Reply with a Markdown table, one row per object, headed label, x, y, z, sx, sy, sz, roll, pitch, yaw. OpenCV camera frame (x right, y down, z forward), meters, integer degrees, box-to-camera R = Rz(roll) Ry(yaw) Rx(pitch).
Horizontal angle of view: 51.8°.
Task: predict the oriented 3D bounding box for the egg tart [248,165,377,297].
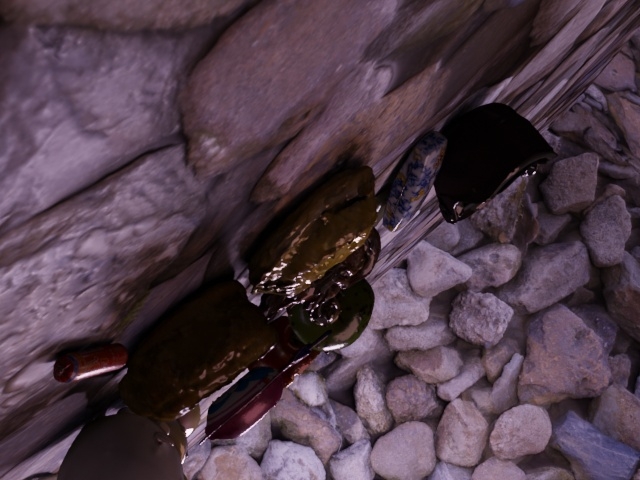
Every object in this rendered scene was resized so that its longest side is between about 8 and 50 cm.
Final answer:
| label | x | y | z | sx | sy | sz | roll | pitch | yaw |
| --- | --- | --- | --- | --- | --- | --- | --- | --- | --- |
| egg tart | 0.000 | 0.000 | 1.028 | 0.279 | 0.095 | 0.279 | -42 | 170 | -9 |

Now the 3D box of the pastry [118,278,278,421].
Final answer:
| label | x | y | z | sx | sy | sz | roll | pitch | yaw |
| --- | --- | --- | --- | --- | --- | --- | --- | --- | --- |
| pastry | -0.176 | 0.175 | 0.977 | 0.235 | 0.132 | 0.240 | -43 | 170 | 0 |

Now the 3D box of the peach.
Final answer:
| label | x | y | z | sx | sy | sz | roll | pitch | yaw |
| --- | --- | --- | --- | --- | --- | --- | --- | --- | --- |
| peach | -0.114 | 0.293 | 1.681 | 0.158 | 0.154 | 0.267 | -38 | 177 | -26 |

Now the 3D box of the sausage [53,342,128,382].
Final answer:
| label | x | y | z | sx | sy | sz | roll | pitch | yaw |
| --- | --- | --- | --- | --- | --- | --- | --- | --- | --- |
| sausage | -0.267 | 0.141 | 0.762 | 0.034 | 0.034 | 0.129 | -43 | 171 | 6 |

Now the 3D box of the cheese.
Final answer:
| label | x | y | z | sx | sy | sz | roll | pitch | yaw |
| --- | --- | --- | --- | --- | --- | --- | --- | --- | --- |
| cheese | -0.081 | 0.208 | 0.954 | 0.244 | 0.062 | 0.155 | -39 | 176 | -14 |

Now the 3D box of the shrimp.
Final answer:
| label | x | y | z | sx | sy | sz | roll | pitch | yaw |
| --- | --- | --- | --- | --- | --- | --- | --- | --- | --- |
| shrimp | -0.015 | 0.083 | 1.273 | 0.343 | 0.116 | 0.145 | -36 | 145 | -19 |

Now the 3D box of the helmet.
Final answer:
| label | x | y | z | sx | sy | sz | roll | pitch | yaw |
| --- | --- | --- | --- | --- | --- | --- | --- | --- | --- |
| helmet | 0.319 | -0.163 | 1.341 | 0.224 | 0.177 | 0.305 | -33 | 175 | -18 |

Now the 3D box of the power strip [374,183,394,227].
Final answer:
| label | x | y | z | sx | sy | sz | roll | pitch | yaw |
| --- | --- | --- | --- | --- | --- | --- | --- | --- | --- |
| power strip | 0.114 | -0.057 | 1.424 | 0.076 | 0.028 | 0.169 | -36 | 167 | -36 |

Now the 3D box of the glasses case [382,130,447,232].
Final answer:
| label | x | y | z | sx | sy | sz | roll | pitch | yaw |
| --- | --- | --- | --- | --- | --- | --- | --- | --- | --- |
| glasses case | 0.183 | -0.110 | 1.293 | 0.087 | 0.065 | 0.248 | -42 | 161 | -33 |

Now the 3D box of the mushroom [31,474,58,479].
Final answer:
| label | x | y | z | sx | sy | sz | roll | pitch | yaw |
| --- | --- | --- | --- | --- | --- | --- | --- | --- | --- |
| mushroom | -0.499 | 0.434 | 1.129 | 0.306 | 0.043 | 0.068 | 72 | 41 | -78 |

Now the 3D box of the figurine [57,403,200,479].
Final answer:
| label | x | y | z | sx | sy | sz | roll | pitch | yaw |
| --- | --- | --- | --- | --- | --- | --- | --- | --- | --- |
| figurine | -0.283 | 0.377 | 1.159 | 0.226 | 0.274 | 0.394 | -41 | -171 | 10 |

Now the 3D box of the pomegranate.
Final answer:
| label | x | y | z | sx | sy | sz | roll | pitch | yaw |
| --- | --- | --- | --- | --- | --- | --- | --- | --- | --- |
| pomegranate | 0.019 | 0.145 | 1.447 | 0.202 | 0.202 | 0.248 | -42 | 174 | -1 |
